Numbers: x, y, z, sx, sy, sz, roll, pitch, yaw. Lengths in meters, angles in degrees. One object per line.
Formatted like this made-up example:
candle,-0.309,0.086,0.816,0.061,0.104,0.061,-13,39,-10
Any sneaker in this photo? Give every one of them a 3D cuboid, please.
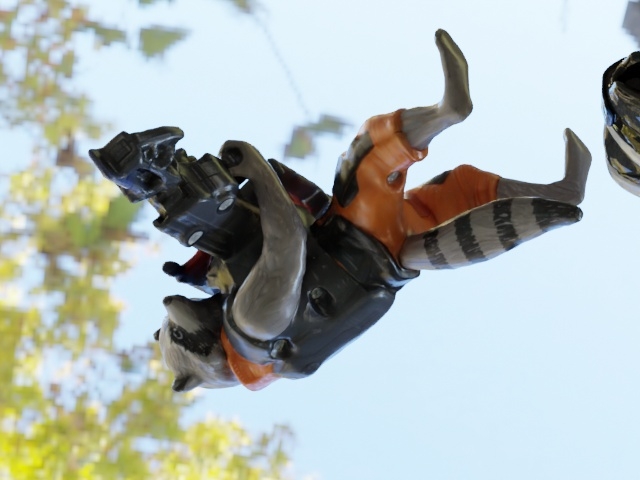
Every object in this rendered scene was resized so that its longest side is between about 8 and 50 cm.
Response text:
sneaker,0.268,-0.055,1.043,0.217,0.121,0.079,20,-116,30

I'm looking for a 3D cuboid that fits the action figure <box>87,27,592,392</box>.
action figure,0.000,0.000,1.177,0.341,0.330,0.178,16,-138,-59
